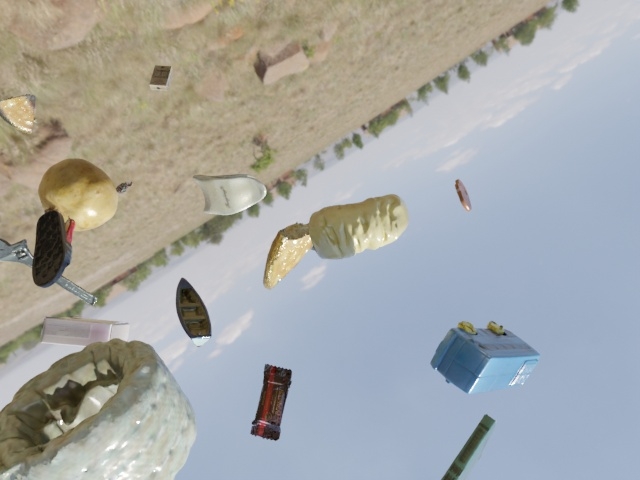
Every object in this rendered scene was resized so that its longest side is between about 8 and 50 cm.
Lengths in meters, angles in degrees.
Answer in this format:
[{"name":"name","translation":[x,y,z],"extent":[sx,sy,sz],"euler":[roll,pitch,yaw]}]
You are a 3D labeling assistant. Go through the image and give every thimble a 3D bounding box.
[{"name":"thimble","translation":[-0.365,0.314,0.740],"extent":[0.291,0.195,0.292],"euler":[-19,-153,10]}]

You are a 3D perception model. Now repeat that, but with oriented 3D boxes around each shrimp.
[{"name":"shrimp","translation":[-0.613,-0.169,1.423],"extent":[0.092,0.029,0.038],"euler":[-2,-144,47]}]

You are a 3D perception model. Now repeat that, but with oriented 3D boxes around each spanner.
[{"name":"spanner","translation":[-0.788,0.092,1.301],"extent":[0.093,0.325,0.026],"euler":[-47,-154,0]}]

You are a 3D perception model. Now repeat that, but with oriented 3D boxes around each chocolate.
[{"name":"chocolate","translation":[-0.126,0.416,1.171],"extent":[0.028,0.086,0.183],"euler":[140,-36,-59]}]

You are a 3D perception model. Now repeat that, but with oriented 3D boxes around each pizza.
[{"name":"pizza","translation":[-0.098,0.029,1.225],"extent":[0.188,0.080,0.204],"euler":[-28,151,-54]},{"name":"pizza","translation":[-0.618,-0.268,0.936],"extent":[0.025,0.083,0.078],"euler":[15,-117,38]}]

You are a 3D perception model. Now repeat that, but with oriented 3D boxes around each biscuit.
[{"name":"biscuit","translation":[0.365,-0.118,1.171],"extent":[0.015,0.078,0.091],"euler":[-26,-137,29]}]

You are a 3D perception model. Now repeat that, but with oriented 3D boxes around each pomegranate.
[{"name":"pomegranate","translation":[-0.951,-0.180,1.802],"extent":[0.307,0.307,0.307],"euler":[-32,-172,5]}]

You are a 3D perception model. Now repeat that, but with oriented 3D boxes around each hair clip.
[{"name":"hair clip","translation":[-0.361,-0.194,1.838],"extent":[0.281,0.173,0.113],"euler":[-12,-150,-4]}]

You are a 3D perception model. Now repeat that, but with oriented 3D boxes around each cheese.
[{"name":"cheese","translation":[0.088,-0.038,0.998],"extent":[0.213,0.117,0.226],"euler":[-15,-174,26]}]

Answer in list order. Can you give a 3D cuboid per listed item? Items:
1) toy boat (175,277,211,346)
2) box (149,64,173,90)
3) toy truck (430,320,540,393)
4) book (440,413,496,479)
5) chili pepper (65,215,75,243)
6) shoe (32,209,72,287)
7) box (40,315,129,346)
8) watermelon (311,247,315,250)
[{"name":"toy boat","translation":[-0.334,0.180,1.163],"extent":[0.080,0.046,0.229],"euler":[2,-148,-33]},{"name":"box","translation":[-0.484,-0.495,1.379],"extent":[0.053,0.083,0.024],"euler":[3,155,0]},{"name":"toy truck","translation":[0.491,0.344,1.340],"extent":[0.162,0.384,0.161],"euler":[39,-71,44]},{"name":"book","translation":[0.197,0.510,0.828],"extent":[0.031,0.264,0.379],"euler":[32,-117,30]},{"name":"chili pepper","translation":[-0.803,-0.001,1.434],"extent":[0.045,0.027,0.178],"euler":[-24,-125,29]},{"name":"shoe","translation":[-0.529,0.020,0.910],"extent":[0.071,0.179,0.049],"euler":[-24,147,2]},{"name":"box","translation":[-0.904,0.354,1.761],"extent":[0.251,0.106,0.203],"euler":[6,169,-5]},{"name":"watermelon","translation":[0.000,0.000,1.578],"extent":[0.110,0.078,0.078],"euler":[-1,-167,6]}]
